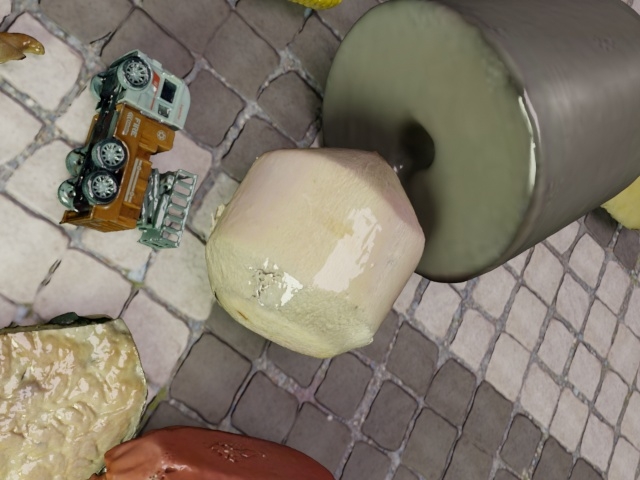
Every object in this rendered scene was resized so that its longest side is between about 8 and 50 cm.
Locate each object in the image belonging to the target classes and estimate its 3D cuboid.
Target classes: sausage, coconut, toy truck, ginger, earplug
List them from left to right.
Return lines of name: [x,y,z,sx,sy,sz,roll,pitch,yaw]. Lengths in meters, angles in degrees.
ginger: [-0.308,-0.179,0.694,0.097,0.030,0.048,7,54,-37]
toy truck: [-0.182,-0.089,0.745,0.115,0.080,0.177,21,75,-37]
sausage: [-0.093,0.268,0.731,0.280,0.152,0.152,24,72,-32]
coconut: [0.000,0.000,0.792,0.224,0.224,0.234,32,67,-29]
earplug: [0.244,-0.153,0.912,0.394,0.313,0.312,-20,97,-37]

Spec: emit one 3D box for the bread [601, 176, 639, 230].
bread: [0.580,-0.199,1.190,0.248,0.279,0.315,30,57,-37]

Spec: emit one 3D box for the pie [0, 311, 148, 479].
pie: [-0.264,0.161,0.679,0.218,0.052,0.185,-2,85,-37]

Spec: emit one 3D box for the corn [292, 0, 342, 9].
corn: [-0.070,-0.333,0.839,0.244,0.093,0.093,8,81,-34]
